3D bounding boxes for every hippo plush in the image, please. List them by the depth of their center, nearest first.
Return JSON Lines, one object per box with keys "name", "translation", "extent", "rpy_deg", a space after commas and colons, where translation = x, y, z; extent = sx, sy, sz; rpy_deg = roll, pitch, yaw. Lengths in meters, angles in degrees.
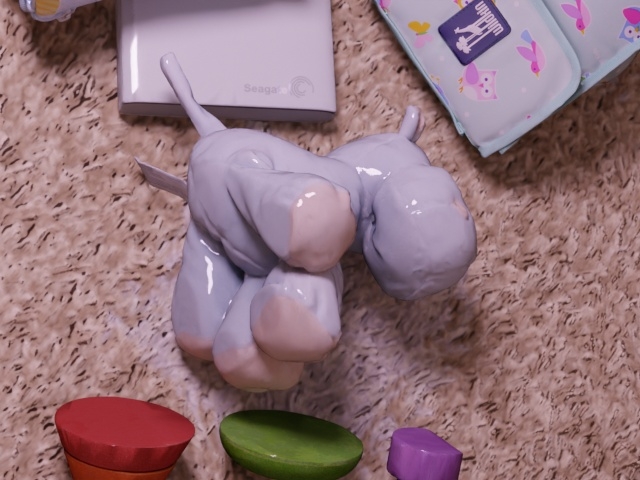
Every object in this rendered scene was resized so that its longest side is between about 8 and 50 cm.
{"name": "hippo plush", "translation": [0.000, 0.000, 1.736], "extent": [0.237, 0.234, 0.294], "rpy_deg": [-4, 33, -35]}

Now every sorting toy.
{"name": "sorting toy", "translation": [-0.058, 0.222, 1.701], "extent": [0.366, 0.127, 0.126], "rpy_deg": [6, 103, -18]}

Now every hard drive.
{"name": "hard drive", "translation": [-0.093, -0.266, 1.837], "extent": [0.203, 0.040, 0.307], "rpy_deg": [1, 75, -16]}

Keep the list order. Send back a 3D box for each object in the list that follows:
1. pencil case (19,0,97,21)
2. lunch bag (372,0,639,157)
{"name": "pencil case", "translation": [-0.147, -0.276, 1.741], "extent": [0.273, 0.113, 0.124], "rpy_deg": [-14, 88, -19]}
{"name": "lunch bag", "translation": [0.196, -0.232, 1.853], "extent": [0.262, 0.160, 0.223], "rpy_deg": [-35, 90, -11]}
